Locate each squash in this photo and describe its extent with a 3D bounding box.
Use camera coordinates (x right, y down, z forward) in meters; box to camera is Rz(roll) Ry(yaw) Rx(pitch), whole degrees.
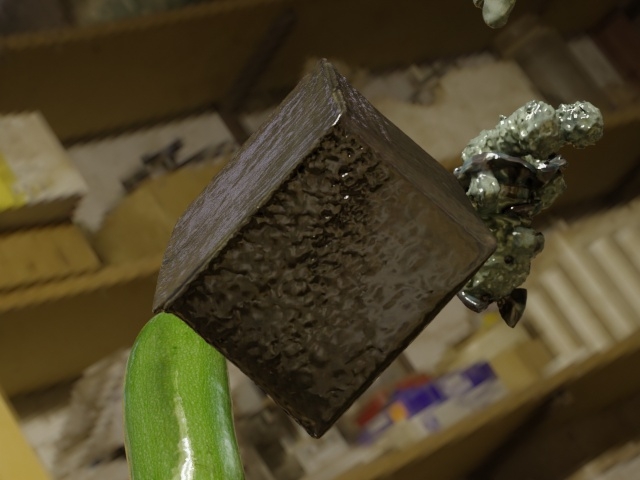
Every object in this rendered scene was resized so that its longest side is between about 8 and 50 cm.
[{"bbox_3d":[-0.127,0.178,1.611,0.107,0.395,0.107,-4,-57,-6],"label":"squash"}]

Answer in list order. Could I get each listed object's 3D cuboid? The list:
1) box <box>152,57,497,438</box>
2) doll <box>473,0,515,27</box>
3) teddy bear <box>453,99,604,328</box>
[{"bbox_3d":[-0.002,-0.002,1.229,0.184,0.143,0.273,-47,10,8],"label":"box"},{"bbox_3d":[0.202,-0.297,1.395,0.275,0.155,0.113,-45,-55,10],"label":"doll"},{"bbox_3d":[0.163,-0.040,1.601,0.133,0.111,0.213,4,-69,-51],"label":"teddy bear"}]
